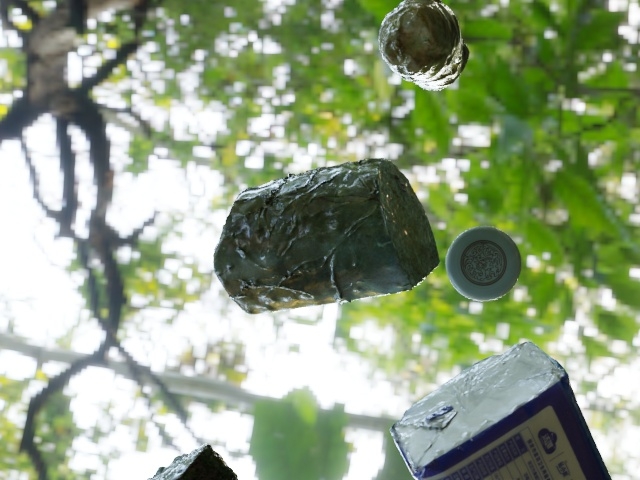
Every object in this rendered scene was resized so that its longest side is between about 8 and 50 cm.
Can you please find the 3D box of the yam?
[{"bbox_3d":[-0.002,-0.004,2.166,0.202,0.271,0.201,-34,-74,-73],"label":"yam"}]

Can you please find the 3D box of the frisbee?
[{"bbox_3d":[0.236,0.033,2.260,0.014,0.110,0.110,36,-118,-78],"label":"frisbee"}]

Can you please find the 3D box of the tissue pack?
[{"bbox_3d":[0.220,0.277,1.772,0.209,0.137,0.269,-34,-62,-9],"label":"tissue pack"}]

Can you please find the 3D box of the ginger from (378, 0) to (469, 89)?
[{"bbox_3d":[0.144,-0.273,2.140,0.116,0.109,0.263,63,-168,9],"label":"ginger"}]

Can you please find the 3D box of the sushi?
[{"bbox_3d":[-0.168,0.333,1.827,0.127,0.225,0.124,48,-137,-4],"label":"sushi"}]
